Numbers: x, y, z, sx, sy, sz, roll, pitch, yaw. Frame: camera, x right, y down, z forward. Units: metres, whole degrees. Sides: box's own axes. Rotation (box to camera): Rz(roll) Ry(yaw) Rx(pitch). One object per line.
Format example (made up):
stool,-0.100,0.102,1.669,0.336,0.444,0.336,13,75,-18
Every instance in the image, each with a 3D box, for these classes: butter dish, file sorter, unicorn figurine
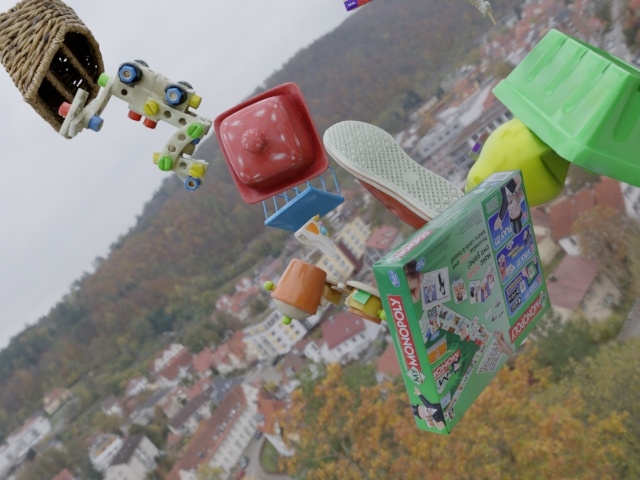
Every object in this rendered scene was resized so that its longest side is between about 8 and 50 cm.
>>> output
butter dish,-0.090,-0.153,1.036,0.160,0.160,0.118,-22,0,13
file sorter,-0.049,-0.110,1.651,0.118,0.104,0.170,14,-38,-43
unicorn figurine,0.320,-0.550,1.467,0.111,0.162,0.060,76,-145,-59

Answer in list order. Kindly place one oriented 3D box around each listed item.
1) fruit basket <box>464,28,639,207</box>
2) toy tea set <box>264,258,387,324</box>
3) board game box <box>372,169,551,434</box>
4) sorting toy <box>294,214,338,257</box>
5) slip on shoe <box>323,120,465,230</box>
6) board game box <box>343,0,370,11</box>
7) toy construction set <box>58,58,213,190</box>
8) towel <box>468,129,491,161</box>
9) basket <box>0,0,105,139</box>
fruit basket,0.463,-0.183,1.287,0.392,0.283,0.392,-165,90,-71
toy tea set,0.053,0.143,1.261,0.336,0.200,0.124,18,81,40
board game box,0.195,0.062,0.846,0.046,0.214,0.317,-2,22,41
sorting toy,0.000,0.000,1.119,0.045,0.075,0.083,-41,3,-10
slip on shoe,0.130,-0.114,1.257,0.123,0.331,0.101,-39,-25,-27
board game box,0.088,-0.590,1.361,0.146,0.194,0.045,-14,15,33
toy construction set,-0.369,-0.250,1.404,0.215,0.327,0.151,-63,20,19
towel,0.441,-0.247,1.785,0.083,0.060,0.009,-59,1,26
basket,-0.623,-0.418,1.614,0.213,0.223,0.299,-35,-9,-8
